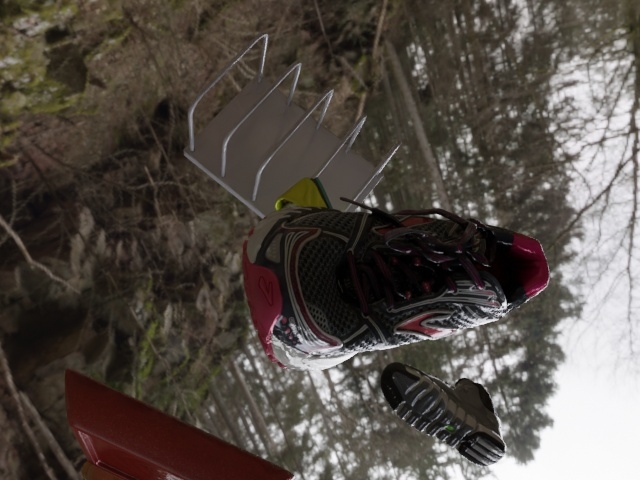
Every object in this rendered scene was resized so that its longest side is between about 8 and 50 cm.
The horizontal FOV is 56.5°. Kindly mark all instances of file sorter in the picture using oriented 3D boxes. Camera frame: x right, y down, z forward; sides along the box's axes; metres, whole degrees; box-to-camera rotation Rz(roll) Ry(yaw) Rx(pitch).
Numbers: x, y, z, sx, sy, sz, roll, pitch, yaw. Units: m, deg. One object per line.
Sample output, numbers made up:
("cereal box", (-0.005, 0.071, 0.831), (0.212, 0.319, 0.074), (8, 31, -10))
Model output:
("file sorter", (-0.043, -0.145, 0.918), (0.193, 0.277, 0.173), (-51, 180, -18))

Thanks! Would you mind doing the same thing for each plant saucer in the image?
("plant saucer", (-0.176, 0.260, 0.690), (0.259, 0.258, 0.048), (24, -123, 0))

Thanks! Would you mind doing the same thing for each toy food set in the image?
("toy food set", (-0.281, 0.331, 0.802), (0.020, 0.083, 0.082), (-51, -143, 10))

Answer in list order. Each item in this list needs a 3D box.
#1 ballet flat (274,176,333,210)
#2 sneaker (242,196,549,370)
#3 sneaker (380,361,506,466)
("ballet flat", (0.000, 0.000, 0.700), (0.077, 0.077, 0.231), (-22, -143, -8))
("sneaker", (0.066, 0.020, 0.454), (0.112, 0.121, 0.299), (-17, 172, 42))
("sneaker", (0.201, 0.255, 0.972), (0.086, 0.228, 0.132), (-51, -178, 30))
